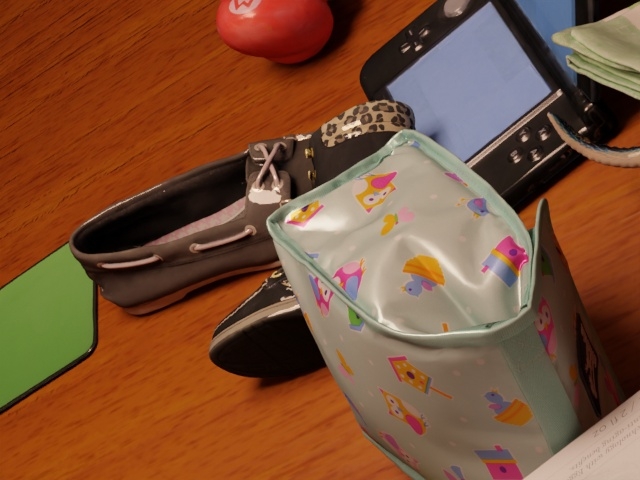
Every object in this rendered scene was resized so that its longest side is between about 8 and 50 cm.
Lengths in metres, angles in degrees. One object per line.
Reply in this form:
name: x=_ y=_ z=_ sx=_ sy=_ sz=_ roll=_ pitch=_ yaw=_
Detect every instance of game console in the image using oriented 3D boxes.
game console: x=0.122 y=-0.188 z=1.433 sx=0.250 sy=0.173 sz=0.293 roll=-39 pitch=36 yaw=13

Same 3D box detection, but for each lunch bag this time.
lunch bag: x=0.105 y=0.076 z=1.145 sx=0.160 sy=0.223 sz=0.262 roll=-34 pitch=33 yaw=-13

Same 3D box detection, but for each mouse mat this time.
mouse mat: x=-0.287 y=0.082 z=1.752 sx=0.152 sy=0.007 sz=0.190 roll=-32 pitch=37 yaw=21

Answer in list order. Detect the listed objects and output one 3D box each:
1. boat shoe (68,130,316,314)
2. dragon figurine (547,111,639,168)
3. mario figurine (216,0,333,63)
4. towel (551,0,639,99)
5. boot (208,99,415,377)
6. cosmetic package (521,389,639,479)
boat shoe: x=-0.091 y=-0.027 z=1.570 sx=0.335 sy=0.095 sz=0.112 roll=-26 pitch=41 yaw=28
dragon figurine: x=0.313 y=-0.089 z=1.208 sx=0.289 sy=0.085 sz=0.144 roll=13 pitch=64 yaw=46
mario figurine: x=-0.035 y=-0.322 z=1.720 sx=0.198 sy=0.170 sz=0.321 roll=118 pitch=173 yaw=-49
towel: x=0.354 y=-0.179 z=1.179 sx=0.324 sy=0.038 sz=0.248 roll=-29 pitch=29 yaw=-15
boot: x=0.002 y=0.000 z=1.437 sx=0.236 sy=0.085 sz=0.179 roll=-31 pitch=44 yaw=27
cosmetic package: x=0.200 y=0.220 z=0.966 sx=0.224 sy=0.138 sz=0.225 roll=-40 pitch=28 yaw=11
